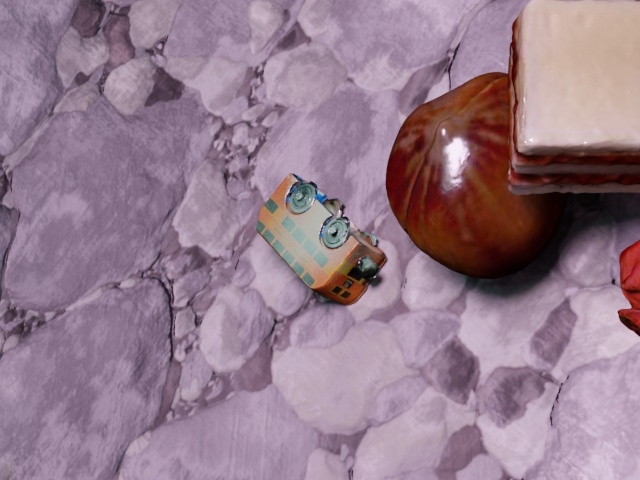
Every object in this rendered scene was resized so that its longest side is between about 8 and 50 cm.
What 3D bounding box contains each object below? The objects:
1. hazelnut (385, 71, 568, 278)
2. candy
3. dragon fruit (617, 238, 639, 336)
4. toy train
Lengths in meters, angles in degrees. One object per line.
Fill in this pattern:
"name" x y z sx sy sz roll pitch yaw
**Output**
"hazelnut" 0.174 -0.072 1.883 0.229 0.229 0.229 -17 59 30
"candy" 0.350 -0.148 1.754 0.320 0.135 0.179 0 68 -2
"dragon fruit" 0.390 0.084 1.631 0.317 0.152 0.205 -23 71 56
"toy train" 0.000 0.000 2.073 0.099 0.072 0.188 -49 48 7
